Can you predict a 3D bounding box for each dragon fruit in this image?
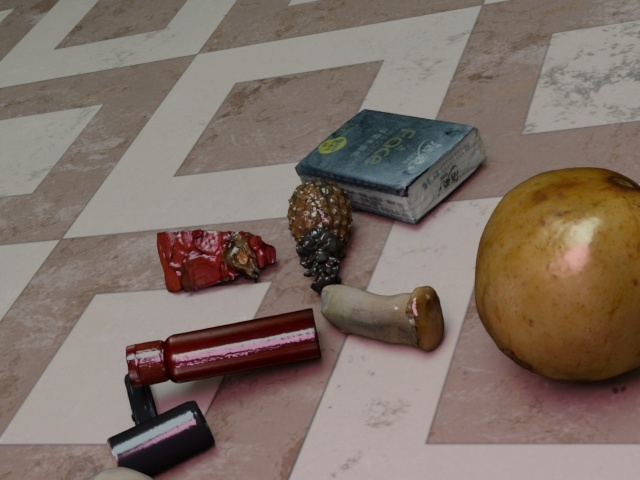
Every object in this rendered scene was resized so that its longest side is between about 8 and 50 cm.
[{"bbox_3d":[-0.157,0.038,1.831,0.192,0.122,0.092,-3,77,22],"label":"dragon fruit"}]

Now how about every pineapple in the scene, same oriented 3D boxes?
[{"bbox_3d":[0.000,0.000,1.751,0.108,0.108,0.197,-14,47,13],"label":"pineapple"}]

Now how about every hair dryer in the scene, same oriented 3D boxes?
[{"bbox_3d":[-0.227,0.224,1.590,0.128,0.070,0.255,-24,28,-4],"label":"hair dryer"}]

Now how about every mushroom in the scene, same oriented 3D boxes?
[{"bbox_3d":[0.075,0.095,1.578,0.209,0.084,0.071,6,21,42],"label":"mushroom"}]

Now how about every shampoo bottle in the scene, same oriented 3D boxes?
[{"bbox_3d":[-0.132,0.148,1.583,0.260,0.064,0.102,-10,15,-2],"label":"shampoo bottle"}]

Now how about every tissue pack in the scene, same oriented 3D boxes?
[{"bbox_3d":[0.111,-0.123,1.866,0.257,0.081,0.185,16,49,46],"label":"tissue pack"}]

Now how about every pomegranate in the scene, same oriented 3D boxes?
[{"bbox_3d":[0.302,0.039,1.372,0.260,0.260,0.260,-16,33,11],"label":"pomegranate"}]

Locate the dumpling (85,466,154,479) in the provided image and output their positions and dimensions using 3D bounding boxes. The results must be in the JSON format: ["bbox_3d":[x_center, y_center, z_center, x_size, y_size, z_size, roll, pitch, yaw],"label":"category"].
[{"bbox_3d":[-0.207,0.333,1.341,0.193,0.147,0.258,-11,3,3],"label":"dumpling"}]
